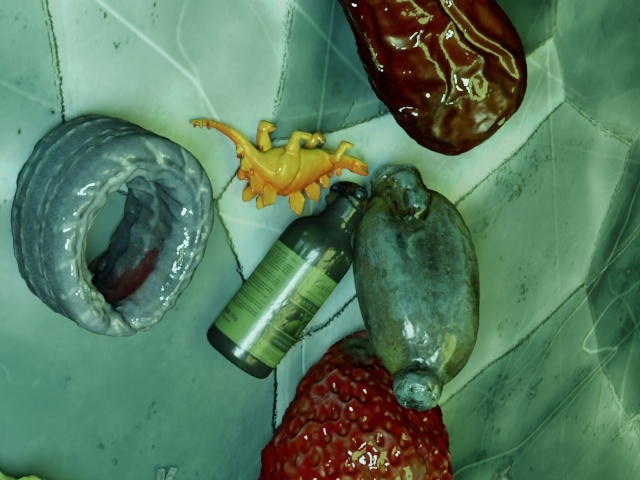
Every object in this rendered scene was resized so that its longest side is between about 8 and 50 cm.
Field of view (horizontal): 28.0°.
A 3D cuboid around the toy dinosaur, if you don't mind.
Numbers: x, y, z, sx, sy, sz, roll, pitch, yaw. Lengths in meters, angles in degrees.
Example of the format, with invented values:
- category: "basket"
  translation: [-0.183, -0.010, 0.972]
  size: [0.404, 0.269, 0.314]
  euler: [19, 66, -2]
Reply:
- category: "toy dinosaur"
  translation: [-0.052, -0.092, 1.667]
  size: [0.288, 0.070, 0.117]
  euler: [5, 103, -39]

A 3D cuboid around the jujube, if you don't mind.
- category: "jujube"
  translation: [0.137, -0.272, 1.688]
  size: [0.216, 0.216, 0.342]
  euler: [-51, 121, -14]

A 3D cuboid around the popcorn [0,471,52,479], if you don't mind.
- category: "popcorn"
  translation: [-0.359, 0.351, 1.487]
  size: [0.187, 0.185, 0.167]
  euler: [27, 70, -36]

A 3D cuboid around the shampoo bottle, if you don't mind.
- category: "shampoo bottle"
  translation: [-0.029, 0.045, 1.685]
  size: [0.284, 0.101, 0.101]
  euler: [-53, 134, 0]

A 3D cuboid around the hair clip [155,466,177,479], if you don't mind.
- category: "hair clip"
  translation: [-0.210, 0.361, 1.724]
  size: [0.030, 0.039, 0.115]
  euler: [-4, 107, -47]

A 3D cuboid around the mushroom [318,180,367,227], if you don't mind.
- category: "mushroom"
  translation: [0.000, 0.000, 1.762]
  size: [0.187, 0.060, 0.061]
  euler: [-54, 149, 0]

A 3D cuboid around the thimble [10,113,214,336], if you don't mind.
- category: "thimble"
  translation: [-0.240, -0.019, 1.452]
  size: [0.205, 0.172, 0.236]
  euler: [-10, 111, -37]

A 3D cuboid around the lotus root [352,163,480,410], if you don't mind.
- category: "lotus root"
  translation: [0.134, 0.071, 1.771]
  size: [0.175, 0.175, 0.349]
  euler: [21, 57, -45]

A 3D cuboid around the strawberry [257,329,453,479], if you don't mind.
- category: "strawberry"
  translation: [0.066, 0.303, 1.789]
  size: [0.292, 0.292, 0.310]
  euler: [29, 93, -45]
